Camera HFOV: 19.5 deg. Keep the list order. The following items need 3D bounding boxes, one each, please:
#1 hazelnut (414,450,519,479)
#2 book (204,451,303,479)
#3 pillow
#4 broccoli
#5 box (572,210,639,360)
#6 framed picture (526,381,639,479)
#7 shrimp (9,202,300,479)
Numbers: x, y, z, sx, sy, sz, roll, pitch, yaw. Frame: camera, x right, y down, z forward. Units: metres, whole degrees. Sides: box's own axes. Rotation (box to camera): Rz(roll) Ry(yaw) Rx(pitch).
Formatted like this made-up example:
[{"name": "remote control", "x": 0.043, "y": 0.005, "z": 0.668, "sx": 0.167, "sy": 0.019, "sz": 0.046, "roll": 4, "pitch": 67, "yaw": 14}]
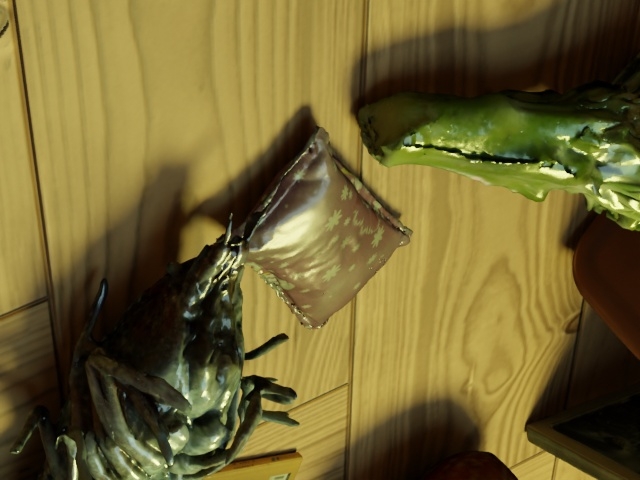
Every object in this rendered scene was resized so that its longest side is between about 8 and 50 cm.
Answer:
[{"name": "hazelnut", "x": 0.124, "y": 0.294, "z": 1.662, "sx": 0.181, "sy": 0.181, "sz": 0.212, "roll": -29, "pitch": 159, "yaw": -14}, {"name": "book", "x": -0.102, "y": 0.231, "z": 1.538, "sx": 0.172, "sy": 0.012, "sz": 0.118, "roll": -4, "pitch": 131, "yaw": -40}, {"name": "pillow", "x": 0.000, "y": 0.000, "z": 1.357, "sx": 0.118, "sy": 0.043, "sz": 0.185, "roll": -44, "pitch": 144, "yaw": 2}, {"name": "broccoli", "x": 0.168, "y": -0.083, "z": 1.367, "sx": 0.304, "sy": 0.145, "sz": 0.165, "roll": -3, "pitch": 170, "yaw": -27}, {"name": "box", "x": 0.413, "y": -0.008, "z": 1.560, "sx": 0.229, "sy": 0.239, "sz": 0.339, "roll": 20, "pitch": 114, "yaw": -47}, {"name": "framed picture", "x": 0.377, "y": 0.194, "z": 1.685, "sx": 0.241, "sy": 0.324, "sz": 0.020, "roll": -16, "pitch": 113, "yaw": -28}, {"name": "shrimp", "x": -0.134, "y": 0.155, "z": 1.319, "sx": 0.221, "sy": 0.166, "sz": 0.410, "roll": 2, "pitch": 139, "yaw": -44}]
